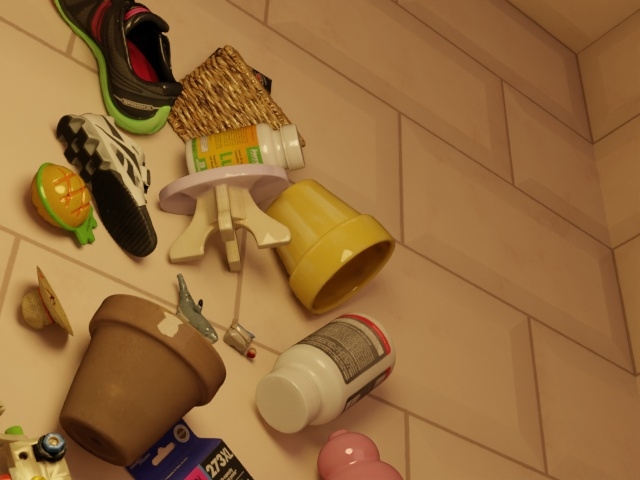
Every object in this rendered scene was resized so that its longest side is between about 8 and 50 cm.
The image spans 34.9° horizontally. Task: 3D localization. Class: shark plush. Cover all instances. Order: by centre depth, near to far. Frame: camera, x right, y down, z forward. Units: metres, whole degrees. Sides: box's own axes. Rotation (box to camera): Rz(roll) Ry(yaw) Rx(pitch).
[{"bbox_3d":[-0.251,0.142,2.064,0.073,0.067,0.161,9,56,-42],"label":"shark plush"}]

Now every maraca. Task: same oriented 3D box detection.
[{"bbox_3d":[-0.488,-0.071,1.962,0.127,0.099,0.185,-88,153,-43],"label":"maraca"}]

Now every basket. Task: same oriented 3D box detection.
[{"bbox_3d":[-0.207,-0.279,2.406,0.299,0.223,0.213,52,5,-3],"label":"basket"}]

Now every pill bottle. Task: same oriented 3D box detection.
[{"bbox_3d":[0.009,0.282,2.143,0.318,0.176,0.176,-27,83,-52],"label":"pill bottle"},{"bbox_3d":[-0.163,-0.182,2.237,0.136,0.246,0.136,-13,90,-88],"label":"pill bottle"}]

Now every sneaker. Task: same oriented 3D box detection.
[{"bbox_3d":[-0.394,-0.125,2.073,0.146,0.122,0.330,-20,78,-49],"label":"sneaker"},{"bbox_3d":[-0.427,-0.472,2.232,0.185,0.202,0.482,-17,76,-51],"label":"sneaker"}]

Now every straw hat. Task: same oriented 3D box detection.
[{"bbox_3d":[-0.503,0.121,1.822,0.061,0.144,0.144,-27,81,-10],"label":"straw hat"}]

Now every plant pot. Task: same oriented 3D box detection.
[{"bbox_3d":[-0.333,0.259,1.779,0.263,0.263,0.229,43,57,-14],"label":"plant pot"},{"bbox_3d":[0.000,0.000,2.311,0.239,0.254,0.254,48,35,19],"label":"plant pot"}]

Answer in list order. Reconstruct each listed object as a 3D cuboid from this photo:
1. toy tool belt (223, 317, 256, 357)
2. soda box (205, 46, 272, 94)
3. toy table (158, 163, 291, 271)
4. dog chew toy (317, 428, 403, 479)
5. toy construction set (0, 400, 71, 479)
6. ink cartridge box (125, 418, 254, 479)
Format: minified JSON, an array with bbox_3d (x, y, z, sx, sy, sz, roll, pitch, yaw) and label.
[{"bbox_3d":[-0.160,0.203,2.128,0.083,0.052,0.051,41,48,-17],"label":"toy tool belt"},{"bbox_3d":[-0.203,-0.407,2.530,0.169,0.060,0.053,28,46,-30],"label":"soda box"},{"bbox_3d":[-0.194,-0.049,2.143,0.252,0.274,0.160,58,20,-68],"label":"toy table"},{"bbox_3d":[0.095,0.534,2.035,0.207,0.206,0.331,7,50,-43],"label":"dog chew toy"},{"bbox_3d":[-0.485,0.398,1.582,0.215,0.151,0.327,-7,68,-33],"label":"toy construction set"},{"bbox_3d":[-0.182,0.501,1.878,0.371,0.069,0.176,50,38,-2],"label":"ink cartridge box"}]
